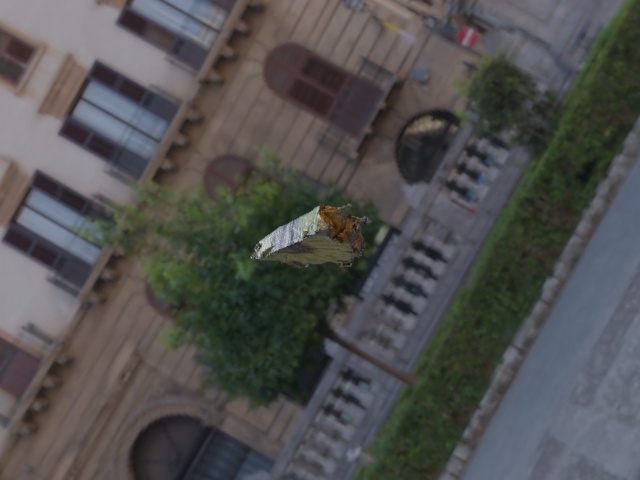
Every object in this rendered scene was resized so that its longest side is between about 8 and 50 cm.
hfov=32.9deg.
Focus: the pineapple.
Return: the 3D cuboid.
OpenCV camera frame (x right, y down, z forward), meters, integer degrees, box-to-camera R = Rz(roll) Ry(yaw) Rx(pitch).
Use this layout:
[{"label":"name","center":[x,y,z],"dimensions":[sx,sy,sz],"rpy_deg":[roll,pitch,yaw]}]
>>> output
[{"label":"pineapple","center":[0.000,0.000,0.546],"dimensions":[0.083,0.045,0.019],"rpy_deg":[151,127,-63]}]
